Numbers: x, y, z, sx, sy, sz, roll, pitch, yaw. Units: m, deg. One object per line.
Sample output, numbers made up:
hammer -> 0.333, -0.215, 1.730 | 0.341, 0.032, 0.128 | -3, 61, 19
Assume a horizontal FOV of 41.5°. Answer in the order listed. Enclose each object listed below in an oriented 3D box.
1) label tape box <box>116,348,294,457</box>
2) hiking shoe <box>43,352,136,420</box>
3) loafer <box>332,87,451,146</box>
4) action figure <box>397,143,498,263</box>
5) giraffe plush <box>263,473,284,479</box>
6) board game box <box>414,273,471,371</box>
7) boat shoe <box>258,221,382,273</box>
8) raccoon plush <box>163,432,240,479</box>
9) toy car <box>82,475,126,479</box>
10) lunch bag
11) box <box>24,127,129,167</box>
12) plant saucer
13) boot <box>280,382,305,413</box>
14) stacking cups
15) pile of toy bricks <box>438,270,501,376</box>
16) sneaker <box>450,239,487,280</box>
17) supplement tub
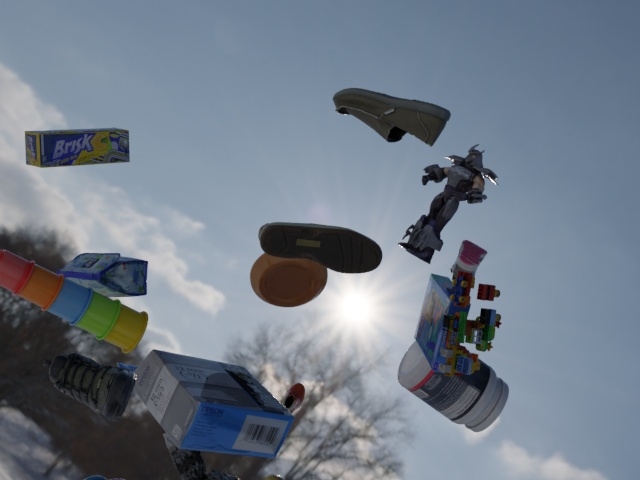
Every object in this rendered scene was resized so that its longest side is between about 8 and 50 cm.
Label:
label tape box -> -0.255, 0.323, 1.823 | 0.249, 0.115, 0.347 | 18, 12, -40
hiking shoe -> -0.377, 0.229, 1.350 | 0.114, 0.086, 0.226 | 26, -17, -29
loafer -> 0.127, -0.238, 1.643 | 0.251, 0.088, 0.094 | 17, 6, 32
action figure -> 0.282, -0.089, 1.876 | 0.099, 0.285, 0.185 | 28, 5, -28
giraffe plush -> -0.179, 0.659, 2.009 | 0.170, 0.210, 0.181 | 6, -15, 0
board game box -> 0.263, 0.177, 1.844 | 0.047, 0.160, 0.210 | 11, 12, -8
boat shoe -> 0.000, 0.000, 1.278 | 0.189, 0.068, 0.072 | 14, 14, -12
raccoon plush -> -0.198, 0.659, 2.255 | 0.216, 0.299, 0.447 | -161, -133, -79
toy car -> -0.328, 0.426, 1.269 | 0.159, 0.136, 0.182 | 43, -8, -40
lunch bag -> -0.463, 0.074, 1.796 | 0.128, 0.151, 0.096 | 0, -90, 30
box -> -0.408, -0.158, 1.426 | 0.054, 0.168, 0.059 | 13, -74, 44
plant saucer -> -0.079, 0.100, 2.135 | 0.037, 0.199, 0.200 | -99, 168, -51
boot -> -0.082, 0.476, 2.547 | 0.059, 0.158, 0.085 | 30, -47, 6
stacking cups -> -0.491, 0.115, 1.647 | 0.316, 0.096, 0.096 | 33, -15, -30
pile of toy bricks -> 0.317, 0.174, 1.688 | 0.118, 0.105, 0.212 | 10, -87, 52
sneaker -> 0.328, 0.053, 1.899 | 0.063, 0.170, 0.075 | 28, -67, 8
supplement tub -> 0.370, 0.393, 2.369 | 0.272, 0.191, 0.191 | 36, -22, -9
